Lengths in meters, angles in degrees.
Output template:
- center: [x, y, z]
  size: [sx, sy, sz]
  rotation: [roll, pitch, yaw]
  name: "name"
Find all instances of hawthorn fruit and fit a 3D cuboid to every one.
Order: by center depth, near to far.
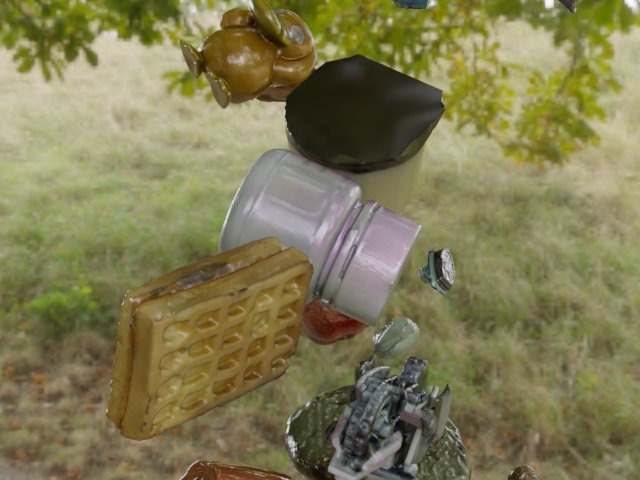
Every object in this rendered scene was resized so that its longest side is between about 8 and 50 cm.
- center: [0.028, 0.120, 2.326]
  size: [0.207, 0.243, 0.207]
  rotation: [-21, -15, -6]
  name: "hawthorn fruit"

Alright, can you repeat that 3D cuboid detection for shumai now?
- center: [0.117, 0.508, 2.006]
  size: [0.397, 0.324, 0.324]
  rotation: [25, 40, 36]
  name: "shumai"

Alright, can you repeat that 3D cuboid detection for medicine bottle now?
- center: [0.000, 0.000, 1.805]
  size: [0.324, 0.256, 0.256]
  rotation: [26, 1, 5]
  name: "medicine bottle"

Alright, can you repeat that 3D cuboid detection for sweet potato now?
- center: [0.457, 0.581, 2.121]
  size: [0.062, 0.233, 0.081]
  rotation: [-33, 36, -30]
  name: "sweet potato"

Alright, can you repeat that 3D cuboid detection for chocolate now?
- center: [0.084, -0.193, 2.152]
  size: [0.314, 0.326, 0.297]
  rotation: [28, -29, 24]
  name: "chocolate"

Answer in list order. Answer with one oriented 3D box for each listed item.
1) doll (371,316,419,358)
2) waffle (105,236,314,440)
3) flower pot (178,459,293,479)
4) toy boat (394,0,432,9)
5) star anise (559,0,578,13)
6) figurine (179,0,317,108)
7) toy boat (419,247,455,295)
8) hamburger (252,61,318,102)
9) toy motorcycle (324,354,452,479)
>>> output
- center: [0.152, 0.200, 1.965]
  size: [0.103, 0.071, 0.214]
  rotation: [-42, -9, -4]
  name: "doll"
- center: [-0.155, 0.134, 1.392]
  size: [0.098, 0.224, 0.327]
  rotation: [27, 30, 32]
  name: "waffle"
- center: [-0.157, 0.469, 1.709]
  size: [0.190, 0.191, 0.173]
  rotation: [-3, -30, 46]
  name: "flower pot"
- center: [0.147, -0.435, 1.594]
  size: [0.102, 0.088, 0.215]
  rotation: [20, 37, 4]
  name: "toy boat"
- center: [0.411, -0.558, 1.720]
  size: [0.108, 0.315, 0.315]
  rotation: [-17, -9, 24]
  name: "star anise"
- center: [-0.130, -0.360, 1.871]
  size: [0.228, 0.215, 0.215]
  rotation: [-42, -8, 6]
  name: "figurine"
- center: [0.218, 0.059, 1.847]
  size: [0.066, 0.059, 0.140]
  rotation: [-34, 21, 24]
  name: "toy boat"
- center: [-0.126, -0.401, 2.255]
  size: [0.207, 0.135, 0.155]
  rotation: [-1, -10, -33]
  name: "hamburger"
- center: [0.085, 0.263, 1.320]
  size: [0.143, 0.188, 0.327]
  rotation: [19, 7, 17]
  name: "toy motorcycle"
